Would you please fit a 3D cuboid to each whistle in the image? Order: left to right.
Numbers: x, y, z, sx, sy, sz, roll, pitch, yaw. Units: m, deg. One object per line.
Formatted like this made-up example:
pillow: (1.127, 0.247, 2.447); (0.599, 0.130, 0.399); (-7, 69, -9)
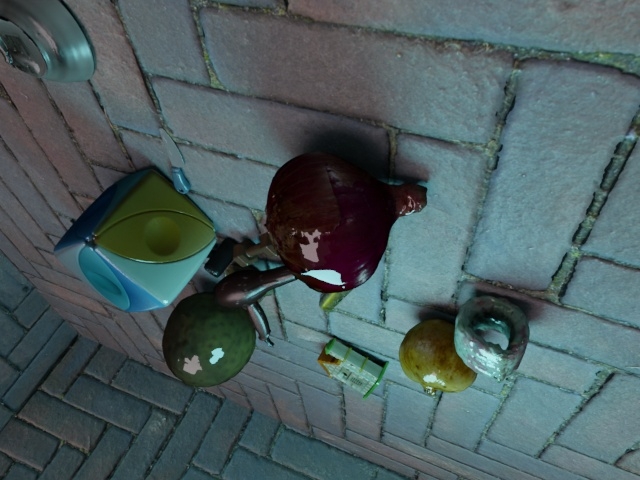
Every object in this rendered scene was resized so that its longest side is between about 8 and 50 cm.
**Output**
whistle: (0.069, 0.151, 1.653); (0.068, 0.057, 0.326); (31, 147, -3)

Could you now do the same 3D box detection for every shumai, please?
shumai: (-0.285, 0.183, 1.906); (0.201, 0.120, 0.201); (21, 149, 13)

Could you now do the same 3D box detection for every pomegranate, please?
pomegranate: (0.363, 0.359, 1.561); (0.248, 0.248, 0.248); (20, 146, 14)

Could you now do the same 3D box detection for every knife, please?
knife: (-0.436, -0.236, 1.541); (0.058, 0.032, 0.244); (21, 142, 17)

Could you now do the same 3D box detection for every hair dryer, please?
hair dryer: (-0.399, 0.063, 1.841); (0.255, 0.128, 0.070); (1, 140, 52)
hair dryer: (-0.188, 0.244, 1.807); (0.312, 0.123, 0.341); (-14, 118, 15)

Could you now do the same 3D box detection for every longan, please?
longan: (-0.461, 0.404, 2.096); (0.391, 0.391, 0.391); (20, 146, 14)

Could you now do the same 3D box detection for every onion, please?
onion: (0.067, -0.055, 1.196); (0.385, 0.348, 0.348); (-16, 137, 2)

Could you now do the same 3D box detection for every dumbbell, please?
dumbbell: (-0.199, 0.026, 1.661); (0.092, 0.082, 0.231); (44, 144, -24)

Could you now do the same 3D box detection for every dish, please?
dish: (-0.748, -0.517, 1.312); (0.316, 0.106, 0.316); (20, 146, 14)

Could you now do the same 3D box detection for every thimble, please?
thimble: (0.464, 0.265, 1.380); (0.185, 0.211, 0.149); (-10, 137, 3)

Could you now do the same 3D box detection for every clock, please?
clock: (0.120, 0.508, 2.069); (0.255, 0.106, 0.220); (30, 146, 7)

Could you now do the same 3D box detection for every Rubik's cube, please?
Rubik's cube: (-0.610, 0.008, 1.698); (0.351, 0.352, 0.347); (-12, 130, 43)

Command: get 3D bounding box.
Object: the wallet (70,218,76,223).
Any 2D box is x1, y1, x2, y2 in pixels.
wallet: (-0.879, 0.030, 2.096); (0.290, 0.054, 0.251); (43, 165, 2)
